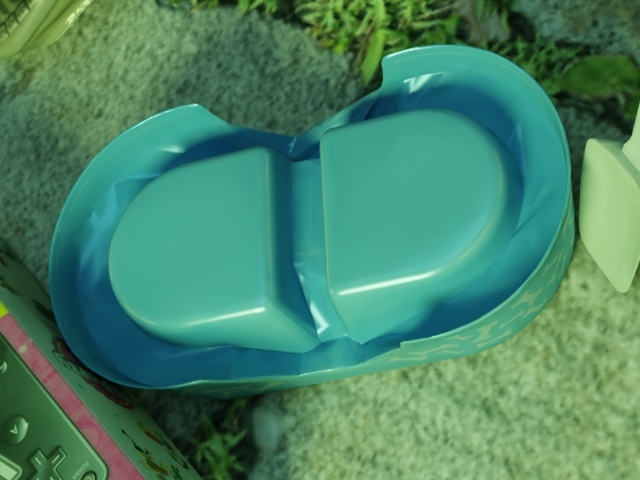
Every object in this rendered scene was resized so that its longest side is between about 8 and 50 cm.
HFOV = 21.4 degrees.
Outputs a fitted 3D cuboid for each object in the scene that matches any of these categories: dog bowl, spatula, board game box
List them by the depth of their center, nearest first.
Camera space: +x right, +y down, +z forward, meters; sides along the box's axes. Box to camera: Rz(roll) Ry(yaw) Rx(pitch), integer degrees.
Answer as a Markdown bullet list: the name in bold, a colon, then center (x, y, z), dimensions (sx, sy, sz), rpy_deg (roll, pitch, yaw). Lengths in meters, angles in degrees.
- **spatula**: center (0.178, -0.023, 0.759), dimensions (0.019, 0.242, 0.168), rpy_deg (-21, 54, -17)
- **dog bowl**: center (0.000, 0.000, 0.916), dimensions (0.297, 0.074, 0.166), rpy_deg (-13, 63, 20)
- **board game box**: center (-0.209, 0.141, 0.926), dimensions (0.224, 0.097, 0.303), rpy_deg (-47, 54, 1)

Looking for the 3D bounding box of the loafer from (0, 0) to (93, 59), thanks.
- **loafer**: center (-0.129, -0.222, 1.067), dimensions (0.268, 0.092, 0.102), rpy_deg (-53, 55, 15)
